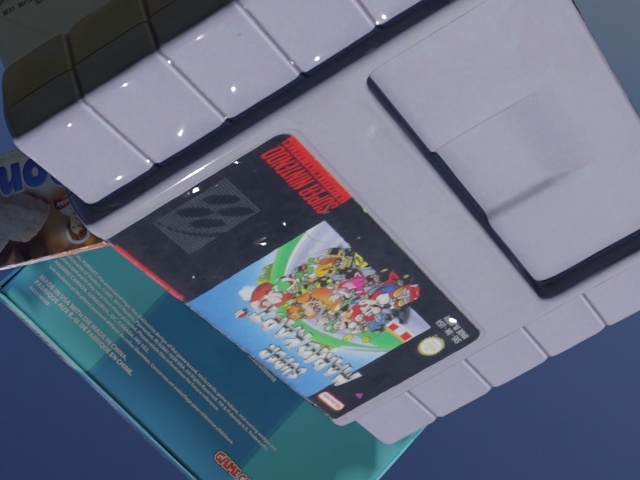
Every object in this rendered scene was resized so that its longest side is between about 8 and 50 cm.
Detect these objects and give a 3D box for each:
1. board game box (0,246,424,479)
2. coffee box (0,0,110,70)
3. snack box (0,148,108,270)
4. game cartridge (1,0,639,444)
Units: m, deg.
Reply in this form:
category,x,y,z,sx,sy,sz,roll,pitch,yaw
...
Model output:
category,x,y,z,sx,sy,sz,roll,pitch,yaw
board game box,0.000,0.000,0.935,0.254,0.336,0.079,46,167,-10
coffee box,-0.149,-0.165,1.329,0.118,0.168,0.297,68,-166,10
snack box,-0.189,-0.015,0.844,0.178,0.064,0.022,-12,177,34
game cartridge,0.041,-0.023,0.700,0.355,0.230,0.068,44,-164,-49
